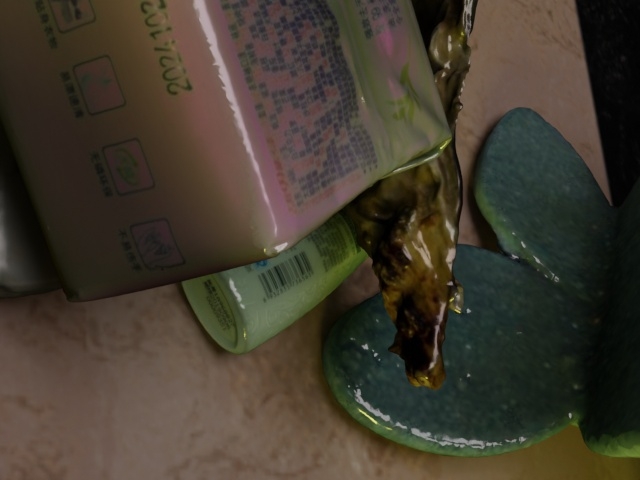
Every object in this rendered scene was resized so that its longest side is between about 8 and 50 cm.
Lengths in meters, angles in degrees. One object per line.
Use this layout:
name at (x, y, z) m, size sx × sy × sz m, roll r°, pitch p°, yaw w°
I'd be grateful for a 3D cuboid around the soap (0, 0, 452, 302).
soap at (-0.053, -0.096, 0.556) m, size 0.182 × 0.138 × 0.199 m, roll -35°, pitch 111°, yaw -55°

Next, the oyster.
oyster at (0.054, -0.075, 0.689) m, size 0.078 × 0.129 × 0.345 m, roll 11°, pitch 61°, yaw -11°

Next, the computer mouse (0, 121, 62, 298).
computer mouse at (-0.174, -0.134, 0.598) m, size 0.197 × 0.095 × 0.331 m, roll 1°, pitch 70°, yaw -35°

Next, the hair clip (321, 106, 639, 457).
hair clip at (0.251, 0.049, 0.770) m, size 0.392 × 0.238 × 0.318 m, roll 39°, pitch 49°, yaw -19°

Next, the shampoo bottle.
shampoo bottle at (0.000, 0.000, 0.713) m, size 0.190 × 0.041 × 0.069 m, roll -29°, pitch 86°, yaw -44°
